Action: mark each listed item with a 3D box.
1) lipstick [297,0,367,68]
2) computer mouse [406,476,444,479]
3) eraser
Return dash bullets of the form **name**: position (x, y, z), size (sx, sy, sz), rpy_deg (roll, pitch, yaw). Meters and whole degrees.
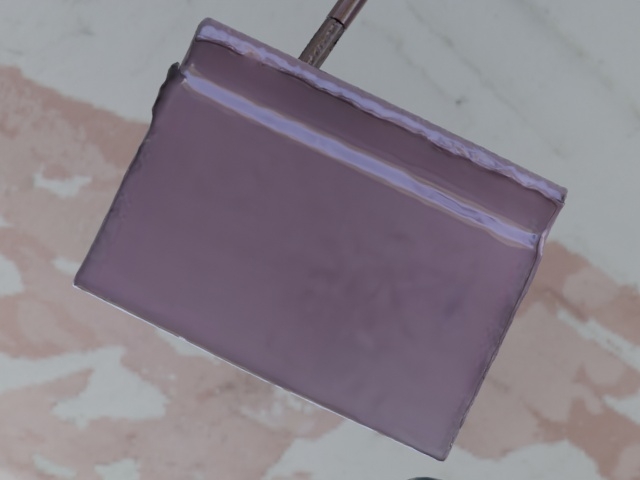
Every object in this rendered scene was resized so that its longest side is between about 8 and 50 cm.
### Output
- **lipstick**: position (0.002, -0.194, 1.292), size (0.027, 0.176, 0.027), rpy_deg (31, -18, 11)
- **computer mouse**: position (0.164, 0.335, 1.058), size (0.122, 0.371, 0.188), rpy_deg (-41, -47, -18)
- **eraser**: position (0.000, 0.000, 1.174), size (0.359, 0.122, 0.272), rpy_deg (24, -91, -2)
